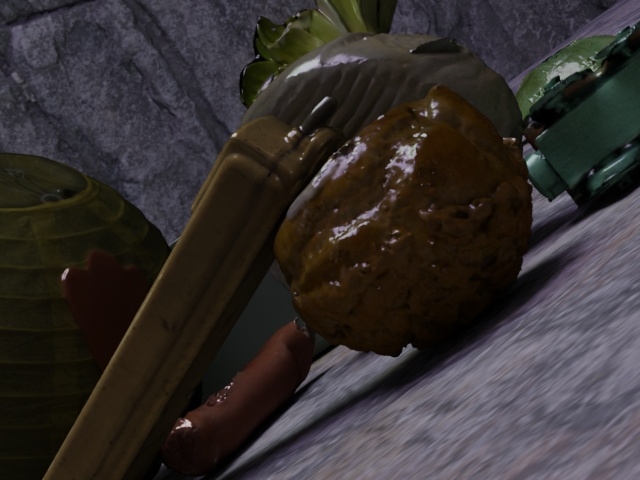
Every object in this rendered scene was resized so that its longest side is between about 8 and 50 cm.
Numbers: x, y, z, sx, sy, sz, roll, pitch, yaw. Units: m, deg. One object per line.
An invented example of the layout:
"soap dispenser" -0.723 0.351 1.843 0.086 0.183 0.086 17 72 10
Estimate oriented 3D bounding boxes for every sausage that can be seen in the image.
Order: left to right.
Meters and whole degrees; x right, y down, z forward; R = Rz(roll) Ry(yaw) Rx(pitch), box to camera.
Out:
"sausage" -0.043 0.090 1.083 0.042 0.036 0.158 -49 -5 34

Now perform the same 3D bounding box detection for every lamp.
"lamp" -0.200 0.089 1.150 0.250 0.250 0.284 -40 -37 -60

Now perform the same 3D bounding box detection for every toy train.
"toy train" 0.187 -0.085 1.018 0.176 0.074 0.118 -40 -9 15

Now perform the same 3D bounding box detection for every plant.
"plant" 0.037 -0.139 2.028 0.261 0.306 0.297 -6 17 -28

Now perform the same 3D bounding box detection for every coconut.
"coconut" 0.232 -0.151 1.789 0.158 0.055 0.133 -37 1 2

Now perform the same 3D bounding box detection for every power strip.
"power strip" -0.074 0.049 0.966 0.305 0.044 0.064 -58 -10 22

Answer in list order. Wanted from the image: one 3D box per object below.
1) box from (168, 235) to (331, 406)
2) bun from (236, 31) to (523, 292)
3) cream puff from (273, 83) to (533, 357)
"box" 0.000 0.000 1.329 0.225 0.117 0.225 -36 2 15
"bun" 0.040 -0.045 1.088 0.173 0.166 0.113 -18 17 22
"cream puff" 0.045 -0.003 0.912 0.126 0.103 0.144 -53 -11 33
